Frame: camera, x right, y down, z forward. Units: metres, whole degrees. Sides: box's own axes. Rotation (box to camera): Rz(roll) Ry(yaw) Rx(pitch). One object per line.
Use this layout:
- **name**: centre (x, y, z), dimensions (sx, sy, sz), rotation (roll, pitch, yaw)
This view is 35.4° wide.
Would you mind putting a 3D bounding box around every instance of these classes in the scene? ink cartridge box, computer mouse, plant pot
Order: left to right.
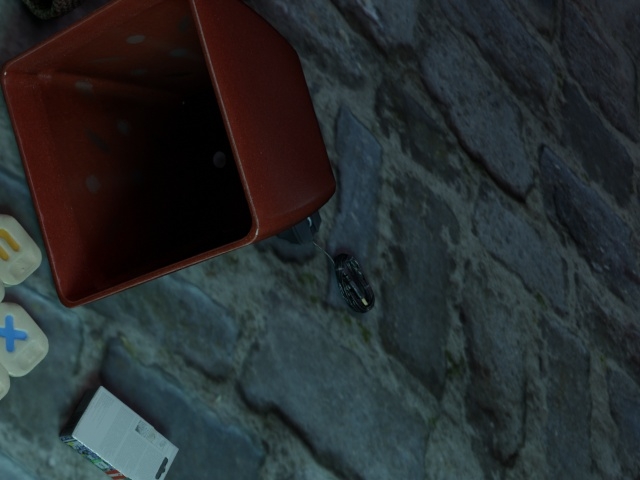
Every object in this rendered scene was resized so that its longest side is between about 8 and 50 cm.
- **ink cartridge box**: centre (-0.205, 0.209, 1.031), dimensions (0.115, 0.029, 0.063), rotation (45, 49, -24)
- **plant pot**: centre (-0.134, -0.100, 1.065), dimensions (0.236, 0.267, 0.267), rotation (-8, 81, -57)
- **computer mouse**: centre (0.000, 0.000, 1.293), dimensions (0.242, 0.041, 0.071), rotation (48, 47, -21)

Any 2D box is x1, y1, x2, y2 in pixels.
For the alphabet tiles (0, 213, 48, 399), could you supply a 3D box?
- **alphabet tiles**: centre (-0.390, 0.049, 0.919), dimensions (0.278, 0.021, 0.284), rotation (54, 47, -16)

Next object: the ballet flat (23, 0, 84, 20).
- **ballet flat**: centre (-0.384, -0.406, 0.964), dimensions (0.483, 0.164, 0.182), rotation (49, 56, -37)
